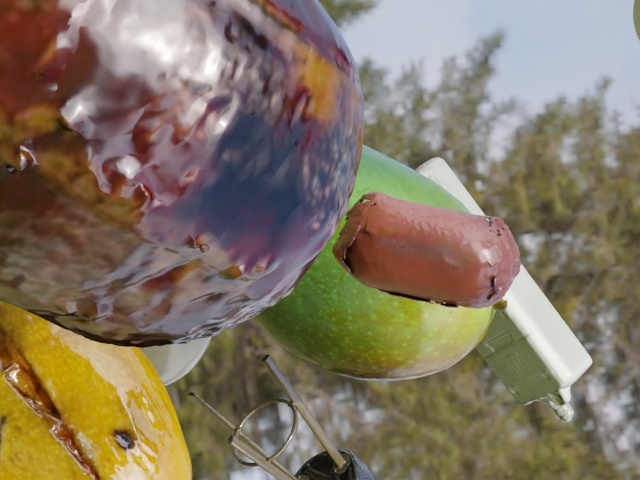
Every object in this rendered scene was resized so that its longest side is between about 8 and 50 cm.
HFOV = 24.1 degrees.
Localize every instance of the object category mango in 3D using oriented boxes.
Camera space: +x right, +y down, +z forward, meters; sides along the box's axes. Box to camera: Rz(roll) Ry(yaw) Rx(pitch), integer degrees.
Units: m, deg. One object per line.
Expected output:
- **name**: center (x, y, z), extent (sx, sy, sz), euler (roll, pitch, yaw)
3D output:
- **mango**: center (-0.215, 0.120, 1.102), extent (0.295, 0.177, 0.120), euler (46, -13, 17)
- **mango**: center (0.000, 0.000, 1.468), extent (0.382, 0.225, 0.201), euler (31, -29, 22)

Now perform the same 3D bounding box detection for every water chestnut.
- **water chestnut**: center (-0.126, -0.115, 0.802), extent (0.302, 0.350, 0.350), euler (-58, -166, -2)

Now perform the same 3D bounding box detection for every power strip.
- **power strip**: center (0.181, 0.055, 1.636), extent (0.338, 0.058, 0.098), euler (54, -35, 1)

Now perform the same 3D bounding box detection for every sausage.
- **sausage**: center (0.080, 0.009, 1.121), extent (0.076, 0.141, 0.076), euler (14, 90, -83)

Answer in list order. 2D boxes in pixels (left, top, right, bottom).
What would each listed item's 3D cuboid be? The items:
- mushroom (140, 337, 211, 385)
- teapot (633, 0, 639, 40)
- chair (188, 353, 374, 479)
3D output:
- **mushroom**: center (-0.242, 0.063, 1.708), extent (0.246, 0.202, 0.246), euler (26, -52, 39)
- **teapot**: center (0.410, -0.258, 1.397), extent (0.298, 0.204, 0.139), euler (-12, -92, 56)
- **chair**: center (-0.039, 0.221, 1.570), extent (0.095, 0.104, 0.221), euler (-4, -40, 45)
